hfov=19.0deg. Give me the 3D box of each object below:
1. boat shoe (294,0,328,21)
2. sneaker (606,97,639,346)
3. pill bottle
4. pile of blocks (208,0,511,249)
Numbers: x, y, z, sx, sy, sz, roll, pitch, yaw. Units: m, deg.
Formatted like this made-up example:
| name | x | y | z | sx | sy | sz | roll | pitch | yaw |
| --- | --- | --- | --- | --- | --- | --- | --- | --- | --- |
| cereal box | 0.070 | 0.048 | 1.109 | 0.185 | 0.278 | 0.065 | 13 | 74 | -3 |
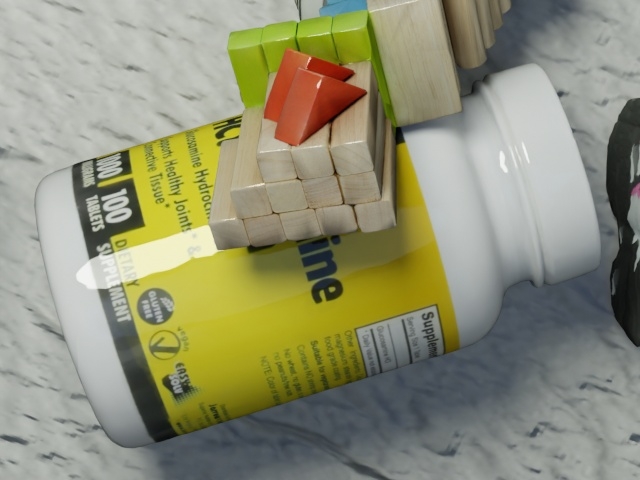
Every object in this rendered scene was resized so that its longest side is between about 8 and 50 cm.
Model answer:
| name | x | y | z | sx | sy | sz | roll | pitch | yaw |
| --- | --- | --- | --- | --- | --- | --- | --- | --- | --- |
| boat shoe | -0.002 | -0.239 | 1.245 | 0.070 | 0.078 | 0.219 | 14 | 112 | 25 |
| sneaker | 0.244 | -0.019 | 1.318 | 0.077 | 0.072 | 0.178 | -7 | 111 | -16 |
| pill bottle | 0.000 | 0.000 | 1.231 | 0.334 | 0.188 | 0.188 | -17 | 103 | -1 |
| pile of blocks | 0.031 | -0.146 | 1.156 | 0.149 | 0.362 | 0.113 | 8 | 132 | 29 |
